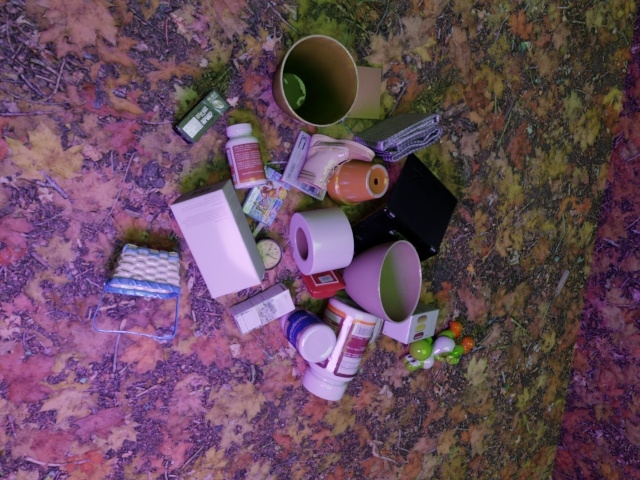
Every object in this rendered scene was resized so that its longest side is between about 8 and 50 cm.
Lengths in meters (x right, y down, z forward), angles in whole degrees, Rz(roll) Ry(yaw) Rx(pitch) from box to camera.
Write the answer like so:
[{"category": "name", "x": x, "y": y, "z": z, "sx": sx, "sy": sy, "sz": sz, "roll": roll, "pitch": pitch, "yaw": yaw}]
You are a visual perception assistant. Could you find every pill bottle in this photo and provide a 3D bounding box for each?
[{"category": "pill bottle", "x": -0.059, "y": 0.364, "z": 1.678, "sx": 0.153, "sy": 0.264, "sz": 0.153, "roll": -5, "pitch": 103, "yaw": -24}, {"category": "pill bottle", "x": 0.077, "y": 0.453, "z": 1.785, "sx": 0.224, "sy": 0.224, "sz": 0.392, "roll": 19, "pitch": 94, "yaw": -28}, {"category": "pill bottle", "x": -0.269, "y": -0.298, "z": 1.498, "sx": 0.121, "sy": 0.121, "sz": 0.216, "roll": -13, "pitch": 96, "yaw": -22}]

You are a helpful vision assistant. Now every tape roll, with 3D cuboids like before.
[{"category": "tape roll", "x": 0.000, "y": 0.000, "z": 1.634, "sx": 0.169, "sy": 0.246, "sz": 0.246, "roll": -11, "pitch": 106, "yaw": -22}]

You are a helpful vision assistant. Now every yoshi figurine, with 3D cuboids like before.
[{"category": "yoshi figurine", "x": 0.572, "y": 0.521, "z": 2.067, "sx": 0.362, "sy": 0.203, "sz": 0.203, "roll": -20, "pitch": 94, "yaw": -18}]

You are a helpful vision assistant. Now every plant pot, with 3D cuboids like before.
[{"category": "plant pot", "x": -0.057, "y": -0.534, "z": 1.455, "sx": 0.274, "sy": 0.293, "sz": 0.275, "roll": -6, "pitch": 105, "yaw": -24}, {"category": "plant pot", "x": 0.157, "y": -0.236, "z": 1.660, "sx": 0.205, "sy": 0.188, "sz": 0.205, "roll": -7, "pitch": 101, "yaw": -39}]

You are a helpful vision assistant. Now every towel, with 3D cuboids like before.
[{"category": "towel", "x": 0.312, "y": -0.412, "z": 1.695, "sx": 0.283, "sy": 0.235, "sz": 0.121, "roll": -31, "pitch": 119, "yaw": -16}]

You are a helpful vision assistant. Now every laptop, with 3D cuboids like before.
[{"category": "laptop", "x": 0.342, "y": -0.093, "z": 1.815, "sx": 0.408, "sy": 0.236, "sz": 0.382, "roll": -31, "pitch": 130, "yaw": 32}]

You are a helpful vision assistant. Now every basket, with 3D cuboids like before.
[{"category": "basket", "x": -0.588, "y": 0.173, "z": 1.401, "sx": 0.254, "sy": 0.201, "sz": 0.289, "roll": 16, "pitch": 63, "yaw": -27}]

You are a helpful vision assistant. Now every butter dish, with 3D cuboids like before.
[{"category": "butter dish", "x": 0.001, "y": 0.188, "z": 1.750, "sx": 0.160, "sy": 0.160, "sz": 0.118, "roll": -6, "pitch": 128, "yaw": -24}]

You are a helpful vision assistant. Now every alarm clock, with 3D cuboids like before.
[{"category": "alarm clock", "x": -0.198, "y": 0.049, "z": 1.652, "sx": 0.192, "sy": 0.064, "sz": 0.129, "roll": -5, "pitch": 104, "yaw": -21}]

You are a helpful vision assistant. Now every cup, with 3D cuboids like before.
[{"category": "cup", "x": 0.235, "y": 0.160, "z": 1.733, "sx": 0.331, "sy": 0.237, "sz": 0.331, "roll": -3, "pitch": 94, "yaw": -49}]

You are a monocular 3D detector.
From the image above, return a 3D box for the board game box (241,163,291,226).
[{"category": "board game box", "x": -0.209, "y": -0.172, "z": 1.613, "sx": 0.136, "sy": 0.035, "sz": 0.201, "roll": 29, "pitch": 89, "yaw": -28}]

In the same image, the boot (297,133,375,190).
[{"category": "boot", "x": 0.055, "y": -0.278, "z": 1.572, "sx": 0.262, "sy": 0.095, "sz": 0.203, "roll": 17, "pitch": 83, "yaw": 17}]

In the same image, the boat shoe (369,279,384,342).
[{"category": "boat shoe", "x": 0.237, "y": 0.315, "z": 1.905, "sx": 0.103, "sy": 0.113, "sz": 0.302, "roll": 19, "pitch": 87, "yaw": -53}]

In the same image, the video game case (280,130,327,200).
[{"category": "video game case", "x": -0.037, "y": -0.292, "z": 1.653, "sx": 0.193, "sy": 0.023, "sz": 0.212, "roll": 25, "pitch": 80, "yaw": -28}]

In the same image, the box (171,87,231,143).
[{"category": "box", "x": -0.401, "y": -0.412, "z": 1.404, "sx": 0.180, "sy": 0.147, "sz": 0.077, "roll": -49, "pitch": 117, "yaw": -9}]

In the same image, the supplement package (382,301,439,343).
[{"category": "supplement package", "x": 0.418, "y": 0.373, "z": 1.937, "sx": 0.244, "sy": 0.134, "sz": 0.139, "roll": 0, "pitch": 103, "yaw": -46}]

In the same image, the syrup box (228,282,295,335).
[{"category": "syrup box", "x": -0.230, "y": 0.269, "z": 1.669, "sx": 0.237, "sy": 0.096, "sz": 0.093, "roll": -26, "pitch": 113, "yaw": -19}]

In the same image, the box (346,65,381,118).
[{"category": "box", "x": 0.171, "y": -0.597, "z": 1.702, "sx": 0.164, "sy": 0.021, "sz": 0.201, "roll": -5, "pitch": 103, "yaw": -24}]

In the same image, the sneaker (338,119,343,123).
[{"category": "sneaker", "x": 0.055, "y": -0.541, "z": 1.648, "sx": 0.076, "sy": 0.065, "sz": 0.166, "roll": -10, "pitch": 103, "yaw": -6}]

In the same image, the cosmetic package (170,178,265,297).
[{"category": "cosmetic package", "x": -0.351, "y": -0.004, "z": 1.484, "sx": 0.197, "sy": 0.155, "sz": 0.365, "roll": -15, "pitch": 112, "yaw": 6}]

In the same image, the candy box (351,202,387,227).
[{"category": "candy box", "x": 0.231, "y": -0.067, "z": 1.850, "sx": 0.206, "sy": 0.027, "sz": 0.105, "roll": -35, "pitch": 111, "yaw": -14}]
